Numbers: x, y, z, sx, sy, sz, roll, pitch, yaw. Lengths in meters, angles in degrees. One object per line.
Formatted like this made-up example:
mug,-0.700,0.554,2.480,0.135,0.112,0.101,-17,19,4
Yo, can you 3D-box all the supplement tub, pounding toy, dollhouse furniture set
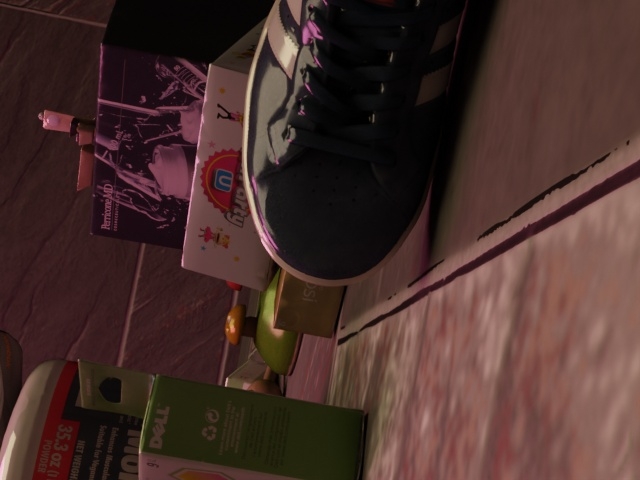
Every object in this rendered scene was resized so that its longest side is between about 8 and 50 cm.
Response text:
supplement tub,-0.143,0.220,0.911,0.191,0.272,0.191,-170,90,-84
pounding toy,-0.085,0.106,1.374,0.183,0.110,0.237,-88,10,-56
dollhouse furniture set,-0.343,-0.118,1.343,0.091,0.081,0.114,-95,16,-63

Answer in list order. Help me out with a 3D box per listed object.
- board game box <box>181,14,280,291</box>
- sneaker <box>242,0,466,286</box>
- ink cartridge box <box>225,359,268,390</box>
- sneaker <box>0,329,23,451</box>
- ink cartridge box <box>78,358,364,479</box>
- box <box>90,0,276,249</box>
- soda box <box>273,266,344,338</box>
board game box,-0.038,-0.121,1.062,0.303,0.097,0.224,-63,-13,-59
sneaker,0.030,-0.146,0.583,0.148,0.131,0.350,139,141,-88
ink cartridge box,-0.130,0.286,1.476,0.235,0.056,0.171,-24,-53,-75
sneaker,-0.320,0.211,0.929,0.108,0.100,0.272,16,-100,-72
ink cartridge box,-0.081,0.151,0.743,0.109,0.209,0.062,111,169,-62
box,-0.140,-0.154,1.378,0.343,0.312,0.179,106,172,-45
soda box,0.000,0.000,0.963,0.058,0.061,0.181,-95,16,-67
